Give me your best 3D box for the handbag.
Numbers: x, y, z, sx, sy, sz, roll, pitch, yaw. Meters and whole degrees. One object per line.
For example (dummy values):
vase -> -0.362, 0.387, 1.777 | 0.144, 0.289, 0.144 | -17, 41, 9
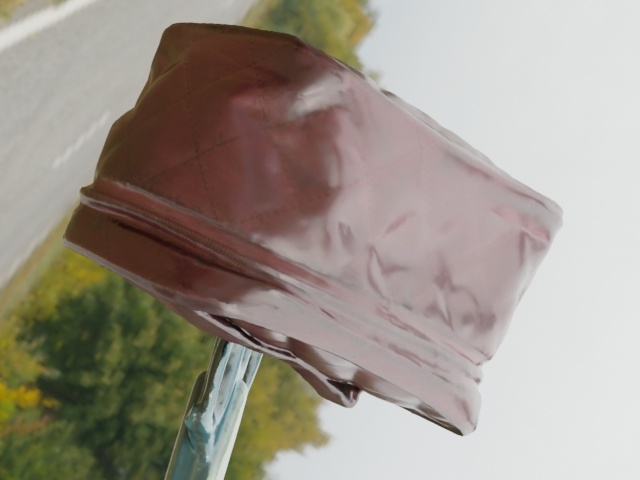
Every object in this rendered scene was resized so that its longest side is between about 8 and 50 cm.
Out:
handbag -> 0.000, 0.000, 0.652 | 0.146, 0.225, 0.135 | 18, -98, 46

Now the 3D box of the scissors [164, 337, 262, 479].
scissors -> -0.085, 0.167, 0.896 | 0.138, 0.041, 0.289 | -22, 131, -85
